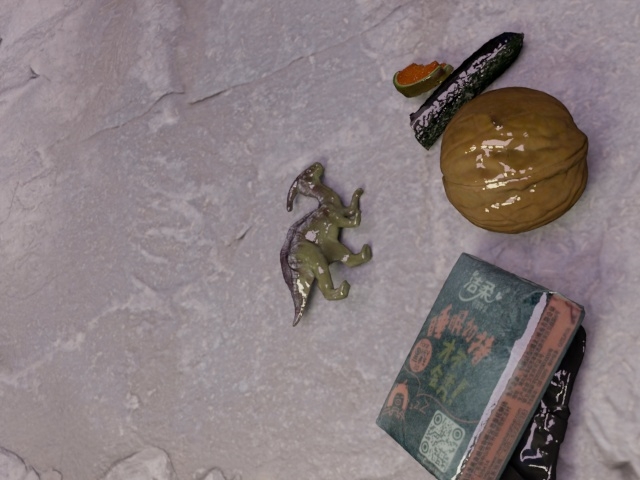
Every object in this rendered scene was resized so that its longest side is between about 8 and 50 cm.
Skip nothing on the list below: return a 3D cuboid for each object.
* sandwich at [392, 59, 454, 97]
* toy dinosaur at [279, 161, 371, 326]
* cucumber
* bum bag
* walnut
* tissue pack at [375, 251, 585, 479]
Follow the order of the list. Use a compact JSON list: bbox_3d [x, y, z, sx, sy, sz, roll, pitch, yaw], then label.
[{"bbox_3d":[0.167,-0.276,1.472,0.067,0.029,0.135,-53,27,-16],"label":"sandwich"},{"bbox_3d":[0.004,0.001,1.501,0.162,0.077,0.294,-5,62,32],"label":"toy dinosaur"},{"bbox_3d":[0.243,-0.262,1.439,0.245,0.067,0.067,-45,62,10],"label":"cucumber"},{"bbox_3d":[0.310,0.253,1.273,0.137,0.074,0.310,4,73,44],"label":"bum bag"},{"bbox_3d":[0.293,-0.122,1.299,0.228,0.228,0.227,-7,75,27],"label":"walnut"},{"bbox_3d":[0.226,0.192,1.268,0.315,0.103,0.228,-63,30,3],"label":"tissue pack"}]
